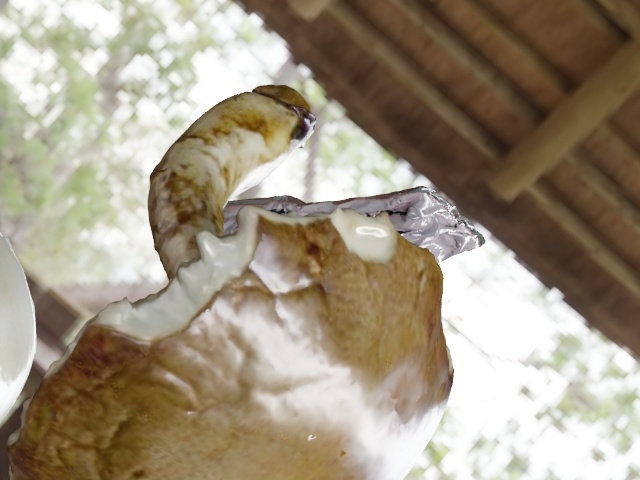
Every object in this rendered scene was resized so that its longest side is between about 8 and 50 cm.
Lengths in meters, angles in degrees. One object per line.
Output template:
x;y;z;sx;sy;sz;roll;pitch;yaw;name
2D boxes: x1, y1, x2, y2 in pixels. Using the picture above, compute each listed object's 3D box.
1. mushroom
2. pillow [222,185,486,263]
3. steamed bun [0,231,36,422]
-0.060;0.054;0.906;0.302;0.233;0.208;-139;-142;-69;mushroom
0.000;0.000;1.398;0.248;0.049;0.135;-3;-18;27;pillow
-0.467;0.093;1.831;0.324;0.324;0.206;40;24;11;steamed bun
